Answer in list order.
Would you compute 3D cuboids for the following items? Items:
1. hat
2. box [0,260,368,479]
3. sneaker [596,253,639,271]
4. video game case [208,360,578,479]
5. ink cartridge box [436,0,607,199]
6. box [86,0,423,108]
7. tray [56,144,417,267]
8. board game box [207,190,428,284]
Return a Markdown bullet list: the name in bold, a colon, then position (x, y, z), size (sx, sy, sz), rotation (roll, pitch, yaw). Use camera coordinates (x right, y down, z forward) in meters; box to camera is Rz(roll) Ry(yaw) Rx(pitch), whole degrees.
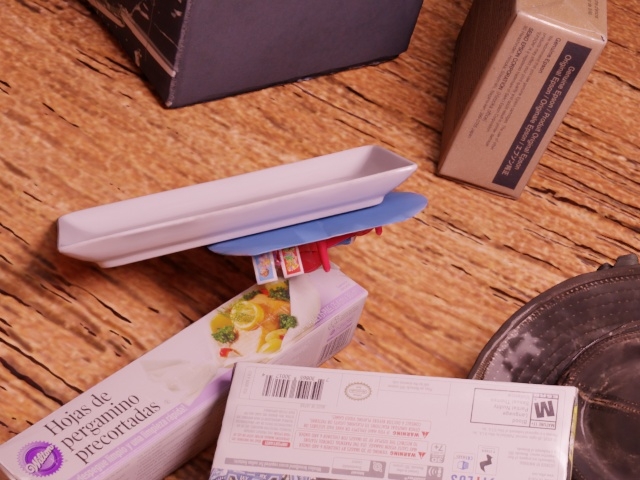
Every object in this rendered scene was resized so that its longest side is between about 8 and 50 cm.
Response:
- **hat**: position (0.251, 0.143, 0.947), size (0.331, 0.134, 0.331), rotation (-2, 67, 4)
- **box**: position (-0.092, 0.107, 0.993), size (0.063, 0.067, 0.324), rotation (37, 45, 22)
- **sneaker**: position (0.352, 0.148, 1.092), size (0.344, 0.134, 0.146), rotation (22, 58, 5)
- **video game case**: position (0.038, 0.182, 0.880), size (0.232, 0.042, 0.210), rotation (2, 58, 13)
- **ink cartridge box**: position (0.190, -0.187, 1.312), size (0.088, 0.193, 0.234), rotation (18, 42, -5)
- **box**: position (-0.096, -0.466, 1.288), size (0.297, 0.479, 0.471), rotation (-19, 54, -33)
- **tray**: position (-0.067, -0.025, 1.081), size (0.270, 0.030, 0.145), rotation (-13, 13, -8)
- **board game box**: position (0.000, 0.000, 1.057), size (0.169, 0.033, 0.133), rotation (-13, 12, -6)
